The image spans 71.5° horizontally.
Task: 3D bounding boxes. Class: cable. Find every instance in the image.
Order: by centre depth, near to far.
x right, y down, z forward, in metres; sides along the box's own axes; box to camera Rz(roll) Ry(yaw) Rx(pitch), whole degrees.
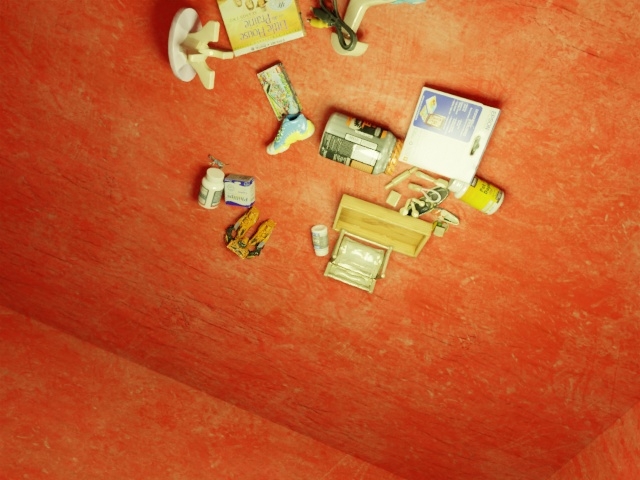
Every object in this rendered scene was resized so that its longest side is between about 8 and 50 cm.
[{"bbox_3d":[0.060,-0.803,1.620,0.287,0.072,0.139,47,118,23],"label":"cable"}]

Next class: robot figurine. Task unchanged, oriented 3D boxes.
[{"bbox_3d":[-0.359,-0.025,2.217,0.211,0.085,0.291,38,120,-7],"label":"robot figurine"}]

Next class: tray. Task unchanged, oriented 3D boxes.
[{"bbox_3d":[0.272,-0.063,2.010,0.411,0.076,0.203,20,148,3],"label":"tray"}]

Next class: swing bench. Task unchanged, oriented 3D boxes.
[{"bbox_3d":[0.174,0.103,2.102,0.253,0.165,0.254,21,154,0],"label":"swing bench"}]

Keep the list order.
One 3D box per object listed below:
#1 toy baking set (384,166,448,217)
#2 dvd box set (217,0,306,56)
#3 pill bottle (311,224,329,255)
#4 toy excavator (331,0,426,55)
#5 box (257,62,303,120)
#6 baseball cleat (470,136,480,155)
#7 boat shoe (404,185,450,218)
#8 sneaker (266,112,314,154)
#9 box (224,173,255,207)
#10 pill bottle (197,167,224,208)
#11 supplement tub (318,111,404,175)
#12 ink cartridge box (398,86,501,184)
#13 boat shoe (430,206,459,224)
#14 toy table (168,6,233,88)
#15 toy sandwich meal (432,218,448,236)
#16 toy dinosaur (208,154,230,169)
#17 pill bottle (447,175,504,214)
[{"bbox_3d":[0.407,-0.215,1.918,0.256,0.030,0.197,-37,81,14],"label":"toy baking set"},{"bbox_3d":[-0.254,-0.955,1.689,0.307,0.062,0.420,-7,116,18],"label":"dvd box set"},{"bbox_3d":[0.000,0.000,2.149,0.078,0.078,0.137,0,118,13],"label":"pill bottle"},{"bbox_3d":[0.228,-0.888,1.534,0.445,0.222,0.433,12,109,43],"label":"toy excavator"},{"bbox_3d":[-0.168,-0.623,1.868,0.114,0.036,0.207,-18,113,21],"label":"box"},{"bbox_3d":[0.608,-0.422,1.775,0.109,0.072,0.206,24,118,8],"label":"baseball cleat"},{"bbox_3d":[0.467,-0.161,1.953,0.228,0.068,0.081,-32,107,27],"label":"boat shoe"},{"bbox_3d":[-0.150,-0.469,1.909,0.240,0.091,0.126,-26,127,15],"label":"sneaker"},{"bbox_3d":[-0.383,-0.236,2.113,0.126,0.072,0.137,9,121,9],"label":"box"},{"bbox_3d":[-0.514,-0.249,2.105,0.108,0.108,0.180,27,129,-2],"label":"pill bottle"},{"bbox_3d":[0.168,-0.389,1.827,0.316,0.193,0.193,20,121,1],"label":"supplement tub"},{"bbox_3d":[0.503,-0.415,1.765,0.307,0.072,0.303,21,114,11],"label":"ink cartridge box"},{"bbox_3d":[0.553,-0.109,1.977,0.137,0.043,0.049,24,123,1],"label":"boat shoe"},{"bbox_3d":[-0.484,-0.756,1.765,0.161,0.252,0.274,25,134,18],"label":"toy table"},{"bbox_3d":[0.540,-0.058,2.016,0.085,0.029,0.085,6,120,10],"label":"toy sandwich meal"},{"bbox_3d":[-0.487,-0.372,2.095,0.090,0.047,0.082,-29,98,-13],"label":"toy dinosaur"},{"bbox_3d":[0.645,-0.204,1.859,0.215,0.117,0.117,27,121,-3],"label":"pill bottle"}]
